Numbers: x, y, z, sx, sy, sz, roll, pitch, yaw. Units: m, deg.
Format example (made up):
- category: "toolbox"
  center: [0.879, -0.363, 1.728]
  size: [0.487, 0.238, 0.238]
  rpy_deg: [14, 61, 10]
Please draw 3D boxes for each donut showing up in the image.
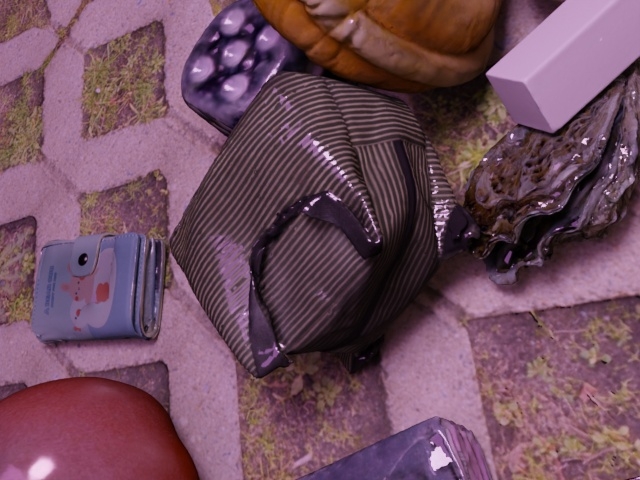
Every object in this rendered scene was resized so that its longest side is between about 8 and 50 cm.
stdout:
- category: "donut"
  center: [0.052, -0.376, 0.901]
  size: [0.198, 0.449, 0.449]
  rpy_deg: [-35, 55, 40]

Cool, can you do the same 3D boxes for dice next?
- category: "dice"
  center: [-0.071, -0.217, 1.051]
  size: [0.181, 0.182, 0.183]
  rpy_deg: [35, 92, 38]

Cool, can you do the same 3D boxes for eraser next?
- category: "eraser"
  center: [0.324, -0.248, 0.814]
  size: [0.298, 0.076, 0.078]
  rpy_deg: [-42, 28, -3]

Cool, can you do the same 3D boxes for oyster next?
- category: "oyster"
  center: [0.274, -0.073, 0.832]
  size: [0.267, 0.112, 0.198]
  rpy_deg: [-38, 35, 26]

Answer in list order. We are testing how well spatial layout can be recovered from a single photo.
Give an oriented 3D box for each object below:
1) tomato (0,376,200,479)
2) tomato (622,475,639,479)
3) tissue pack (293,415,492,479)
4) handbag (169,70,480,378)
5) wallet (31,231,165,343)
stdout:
- category: "tomato"
  center: [-0.321, 0.326, 0.938]
  size: [0.321, 0.321, 0.322]
  rpy_deg: [-12, 67, 30]
- category: "tomato"
  center: [0.305, 0.328, 0.667]
  size: [0.225, 0.085, 0.225]
  rpy_deg: [-12, 64, 27]
- category: "tissue pack"
  center: [0.038, 0.377, 0.804]
  size: [0.361, 0.122, 0.259]
  rpy_deg: [-30, 56, 23]
- category: "handbag"
  center: [0.000, 0.000, 0.877]
  size: [0.341, 0.247, 0.240]
  rpy_deg: [-53, 51, 28]
- category: "wallet"
  center: [-0.364, 0.077, 1.208]
  size: [0.250, 0.075, 0.176]
  rpy_deg: [-6, 76, 32]
